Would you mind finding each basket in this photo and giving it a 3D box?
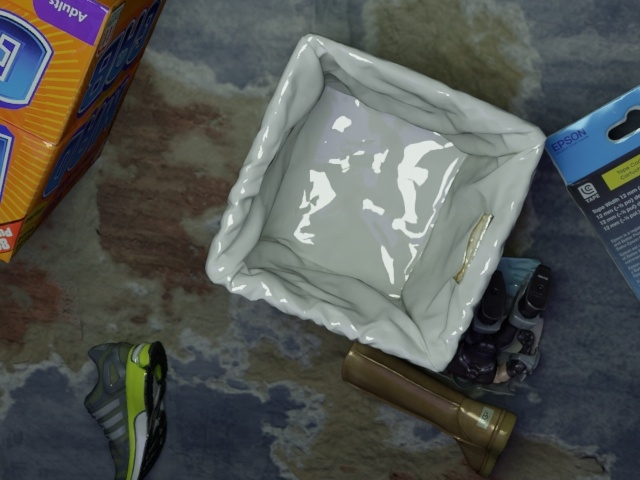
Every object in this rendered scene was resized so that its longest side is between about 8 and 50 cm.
[{"bbox_3d":[0.059,-0.054,1.322,0.331,0.266,0.328,22,94,-5],"label":"basket"}]

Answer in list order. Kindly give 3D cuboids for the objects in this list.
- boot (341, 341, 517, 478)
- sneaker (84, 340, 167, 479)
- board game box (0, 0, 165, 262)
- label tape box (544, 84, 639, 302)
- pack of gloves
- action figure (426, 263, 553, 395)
[{"bbox_3d":[0.169,0.261,1.607,0.270,0.089,0.236,24,153,13],"label":"boot"},{"bbox_3d":[-0.329,0.292,1.693,0.121,0.111,0.300,12,112,12],"label":"sneaker"},{"bbox_3d":[-0.433,-0.262,1.279,0.357,0.356,0.356,27,116,-6],"label":"board game box"},{"bbox_3d":[0.495,-0.072,1.396,0.249,0.115,0.347,-31,105,19],"label":"label tape box"},{"bbox_3d":[0.229,0.083,1.553,0.232,0.046,0.195,6,131,4],"label":"pack of gloves"},{"bbox_3d":[0.249,0.144,1.510,0.185,0.099,0.285,9,145,-7],"label":"action figure"}]
